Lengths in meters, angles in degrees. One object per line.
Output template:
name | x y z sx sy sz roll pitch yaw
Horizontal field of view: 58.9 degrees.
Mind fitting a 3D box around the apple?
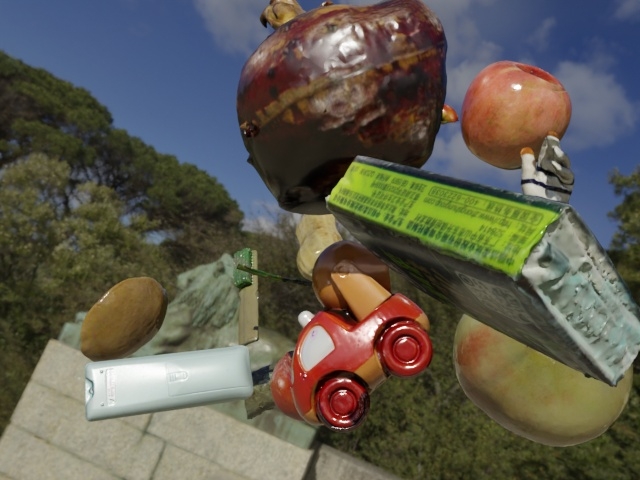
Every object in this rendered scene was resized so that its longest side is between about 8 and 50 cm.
apple | 0.643 -0.414 1.912 0.363 0.364 0.364 22 -10 4

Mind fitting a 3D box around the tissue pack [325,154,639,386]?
tissue pack | 0.126 0.016 0.470 0.173 0.073 0.235 40 -6 -31

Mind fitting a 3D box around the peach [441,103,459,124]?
peach | 0.367 -0.377 1.697 0.098 0.062 0.098 -8 19 3

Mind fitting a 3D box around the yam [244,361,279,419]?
yam | -0.107 0.349 1.368 0.183 0.107 0.107 -20 -16 2

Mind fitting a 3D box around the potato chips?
potato chips | -0.392 0.173 1.179 0.061 0.196 0.208 27 24 33

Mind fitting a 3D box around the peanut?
peanut | 0.000 0.000 1.456 0.130 0.130 0.290 27 29 -22

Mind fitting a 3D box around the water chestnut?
water chestnut | 0.022 -0.221 0.807 0.334 0.347 0.335 -19 -7 -2

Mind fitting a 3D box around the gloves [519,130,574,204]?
gloves | 0.651 -0.196 1.607 0.131 0.219 0.140 4 9 -31

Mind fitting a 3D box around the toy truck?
toy truck | 0.037 0.143 0.885 0.239 0.264 0.189 48 -6 12

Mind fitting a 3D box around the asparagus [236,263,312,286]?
asparagus | -0.084 0.071 1.108 0.162 0.016 0.016 14 -34 -9

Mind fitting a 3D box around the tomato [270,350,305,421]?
tomato | -0.041 0.292 1.102 0.139 0.091 0.159 42 14 -3

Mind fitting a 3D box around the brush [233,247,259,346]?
brush | -0.173 0.122 1.315 0.054 0.283 0.048 -28 -49 18

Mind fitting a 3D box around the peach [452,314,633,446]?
peach | 0.364 0.212 0.968 0.292 0.247 0.292 18 -46 19

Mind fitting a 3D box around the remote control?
remote control | -0.270 0.252 1.025 0.293 0.103 0.051 -5 -24 -15
